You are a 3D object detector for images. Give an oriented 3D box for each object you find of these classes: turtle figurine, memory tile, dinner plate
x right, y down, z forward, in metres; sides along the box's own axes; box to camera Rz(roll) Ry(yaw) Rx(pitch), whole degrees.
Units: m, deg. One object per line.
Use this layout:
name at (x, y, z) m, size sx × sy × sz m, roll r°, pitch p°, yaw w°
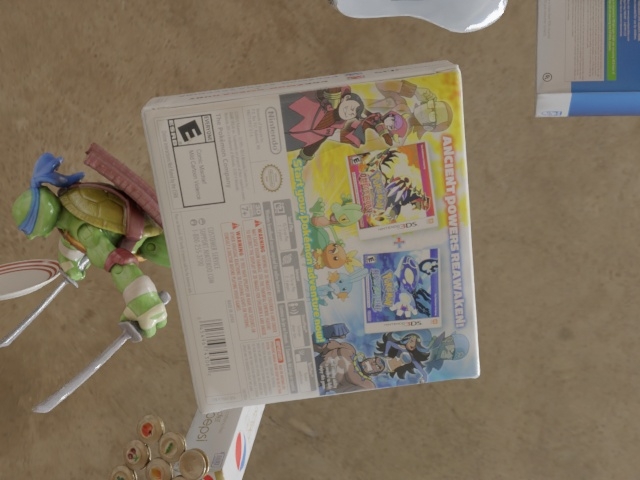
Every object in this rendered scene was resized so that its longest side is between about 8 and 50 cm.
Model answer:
turtle figurine at (-0.207, 0.047, 0.942) m, size 0.266 × 0.198 × 0.275 m, roll 4°, pitch 76°, yaw -31°
memory tile at (-0.203, 0.294, 1.033) m, size 0.113 × 0.012 × 0.148 m, roll 32°, pitch 98°, yaw 22°
dinner plate at (-0.400, 0.054, 1.106) m, size 0.141 × 0.141 × 0.017 m, roll -12°, pitch 107°, yaw -18°

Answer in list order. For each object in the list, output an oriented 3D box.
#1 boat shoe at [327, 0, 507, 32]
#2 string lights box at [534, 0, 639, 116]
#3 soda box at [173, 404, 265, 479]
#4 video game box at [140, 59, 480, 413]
boat shoe at (0.103, -0.287, 0.980) m, size 0.228 × 0.076 × 0.080 m, roll -6°, pitch 127°, yaw -22°
string lights box at (0.344, -0.195, 0.846) m, size 0.259 × 0.077 × 0.133 m, roll 2°, pitch 80°, yaw 13°
soda box at (-0.133, 0.264, 1.187) m, size 0.069 × 0.216 × 0.074 m, roll -2°, pitch 119°, yaw 12°
video game box at (0.000, 0.000, 0.543) m, size 0.187 × 0.048 × 0.205 m, roll -6°, pitch 110°, yaw 2°
